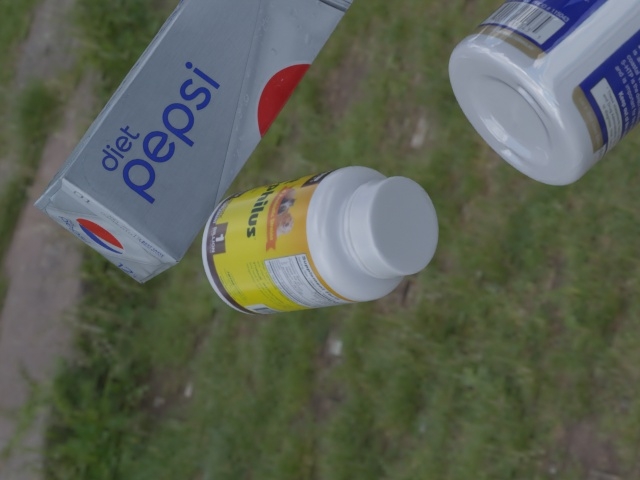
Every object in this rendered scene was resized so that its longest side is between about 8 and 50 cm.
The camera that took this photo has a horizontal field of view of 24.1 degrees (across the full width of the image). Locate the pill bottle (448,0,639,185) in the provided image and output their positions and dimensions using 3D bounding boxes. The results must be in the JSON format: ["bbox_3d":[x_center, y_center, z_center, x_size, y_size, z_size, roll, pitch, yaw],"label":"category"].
[{"bbox_3d":[0.181,-0.132,0.931,0.186,0.112,0.112,-41,18,-16],"label":"pill bottle"}]

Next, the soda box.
[{"bbox_3d":[-0.073,-0.115,1.035,0.286,0.098,0.091,-57,12,-22],"label":"soda box"}]

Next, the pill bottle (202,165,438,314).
[{"bbox_3d":[0.000,0.000,1.319,0.215,0.117,0.117,-10,64,48],"label":"pill bottle"}]
